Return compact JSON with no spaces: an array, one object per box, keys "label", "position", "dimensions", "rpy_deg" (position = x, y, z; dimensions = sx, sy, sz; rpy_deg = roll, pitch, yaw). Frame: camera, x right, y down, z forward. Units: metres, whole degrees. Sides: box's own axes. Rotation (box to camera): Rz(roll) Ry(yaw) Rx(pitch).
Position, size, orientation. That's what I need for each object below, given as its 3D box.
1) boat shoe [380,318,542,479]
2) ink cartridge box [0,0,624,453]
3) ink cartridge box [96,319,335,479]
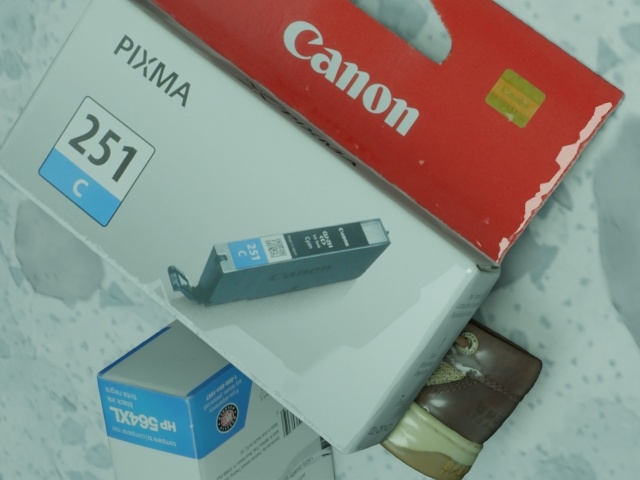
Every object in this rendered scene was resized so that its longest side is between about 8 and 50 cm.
[{"label":"boat shoe","position":[0.000,0.000,1.232],"dimensions":[0.342,0.123,0.123],"rpy_deg":[44,101,21]},{"label":"ink cartridge box","position":[-0.015,-0.065,1.145],"dimensions":[0.296,0.066,0.261],"rpy_deg":[37,101,16]},{"label":"ink cartridge box","position":[-0.065,0.158,1.320],"dimensions":[0.086,0.148,0.203],"rpy_deg":[10,118,32]}]
